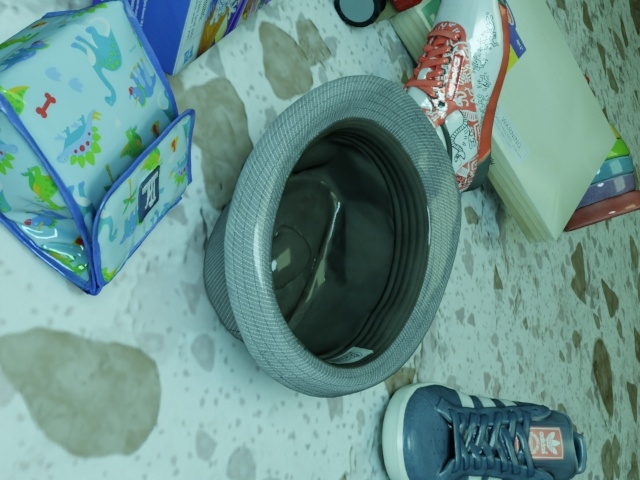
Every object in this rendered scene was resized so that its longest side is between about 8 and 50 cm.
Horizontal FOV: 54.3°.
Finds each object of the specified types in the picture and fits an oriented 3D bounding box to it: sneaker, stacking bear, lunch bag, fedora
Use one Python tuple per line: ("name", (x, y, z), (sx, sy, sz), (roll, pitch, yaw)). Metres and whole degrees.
("sneaker", (0.212, 0.238, 0.742), (0.350, 0.148, 0.131), (20, 66, -48))
("sneaker", (0.133, -0.174, 0.724), (0.145, 0.090, 0.270), (-15, 116, -32))
("stacking bear", (0.519, -0.179, 1.236), (0.164, 0.175, 0.289), (-5, 76, -59))
("lunch bag", (-0.150, -0.059, 0.408), (0.129, 0.096, 0.151), (-62, 142, -42))
("fedora", (0.000, 0.000, 0.549), (0.243, 0.124, 0.275), (47, 57, -32))

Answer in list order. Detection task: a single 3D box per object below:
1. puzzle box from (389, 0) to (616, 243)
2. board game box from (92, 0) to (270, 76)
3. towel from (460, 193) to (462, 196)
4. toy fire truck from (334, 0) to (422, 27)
("puzzle box", (0.297, -0.235, 0.947), (0.272, 0.052, 0.409), (-47, 111, -29))
("board game box", (-0.033, -0.311, 0.419), (0.078, 0.347, 0.233), (33, 48, 0))
("towel", (0.161, -0.096, 0.854), (0.119, 0.029, 0.067), (56, 43, -27))
("toy fire truck", (0.093, -0.362, 0.655), (0.217, 0.246, 0.158), (54, 44, -29))
